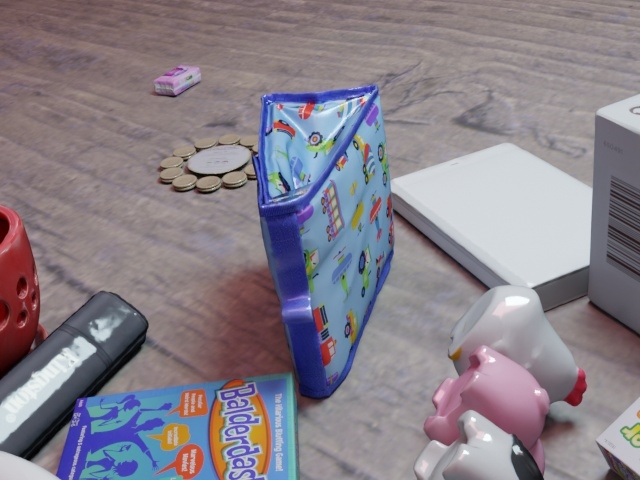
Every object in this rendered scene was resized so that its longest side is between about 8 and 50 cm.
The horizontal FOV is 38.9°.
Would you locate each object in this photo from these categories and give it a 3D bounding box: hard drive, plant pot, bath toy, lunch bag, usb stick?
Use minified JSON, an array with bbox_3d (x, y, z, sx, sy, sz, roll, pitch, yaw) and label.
[{"bbox_3d":[0.239,-0.027,1.103,0.203,0.040,0.307,-19,32,-18],"label":"hard drive"},{"bbox_3d":[-0.383,0.075,0.946,0.191,0.174,0.191,-6,31,4],"label":"plant pot"},{"bbox_3d":[0.139,0.172,0.712,0.129,0.151,0.348,36,35,-2],"label":"bath toy"},{"bbox_3d":[0.000,0.000,0.935,0.138,0.221,0.293,-4,31,8],"label":"lunch bag"},{"bbox_3d":[-0.275,0.147,0.906,0.077,0.045,0.278,42,43,-1],"label":"usb stick"}]

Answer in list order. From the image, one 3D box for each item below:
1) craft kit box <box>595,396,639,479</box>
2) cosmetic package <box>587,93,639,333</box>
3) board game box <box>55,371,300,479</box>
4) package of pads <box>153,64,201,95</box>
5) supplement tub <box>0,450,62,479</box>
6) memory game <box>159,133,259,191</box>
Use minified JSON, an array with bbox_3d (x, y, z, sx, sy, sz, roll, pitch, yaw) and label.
[{"bbox_3d":[0.382,0.147,0.674,0.246,0.061,0.250,-44,38,-6],"label":"craft kit box"},{"bbox_3d":[0.504,-0.072,0.930,0.453,0.230,0.161,-21,34,-20],"label":"cosmetic package"},{"bbox_3d":[-0.123,0.195,0.807,0.210,0.047,0.160,-7,30,0],"label":"board game box"},{"bbox_3d":[-0.265,-0.296,1.680,0.050,0.032,0.083,12,36,28],"label":"package of pads"},{"bbox_3d":[-0.170,0.279,0.413,0.228,0.316,0.228,-6,31,4],"label":"supplement tub"},{"bbox_3d":[-0.155,-0.119,1.377,0.186,0.012,0.186,-6,31,4],"label":"memory game"}]
